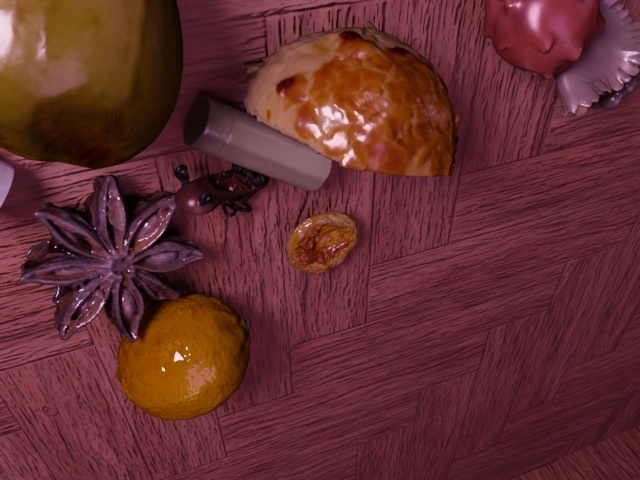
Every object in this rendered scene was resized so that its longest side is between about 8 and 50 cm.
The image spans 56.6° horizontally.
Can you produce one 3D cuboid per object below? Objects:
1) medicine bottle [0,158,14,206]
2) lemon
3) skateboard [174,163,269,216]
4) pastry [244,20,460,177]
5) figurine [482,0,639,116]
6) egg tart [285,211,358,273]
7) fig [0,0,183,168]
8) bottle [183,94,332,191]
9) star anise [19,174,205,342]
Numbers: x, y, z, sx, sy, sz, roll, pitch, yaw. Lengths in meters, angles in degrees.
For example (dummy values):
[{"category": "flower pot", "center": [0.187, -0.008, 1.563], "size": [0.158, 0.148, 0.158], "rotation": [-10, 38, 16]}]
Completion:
[{"category": "medicine bottle", "center": [-0.447, -0.089, 0.651], "size": [0.086, 0.086, 0.183], "rotation": [-44, 135, 15]}, {"category": "lemon", "center": [-0.213, 0.182, 0.942], "size": [0.231, 0.192, 0.192], "rotation": [-22, 136, 2]}, {"category": "skateboard", "center": [-0.135, -0.066, 0.834], "size": [0.151, 0.067, 0.080], "rotation": [-18, 145, -45]}, {"category": "pastry", "center": [0.053, -0.178, 0.733], "size": [0.256, 0.237, 0.170], "rotation": [12, 105, -33]}, {"category": "figurine", "center": [0.314, -0.290, 0.817], "size": [0.387, 0.166, 0.206], "rotation": [12, 92, -37]}, {"category": "egg tart", "center": [0.000, 0.000, 0.986], "size": [0.130, 0.052, 0.130], "rotation": [-14, 133, -16]}, {"category": "fig", "center": [-0.239, -0.205, 0.558], "size": [0.239, 0.239, 0.271], "rotation": [18, 101, -37]}, {"category": "bottle", "center": [-0.081, -0.128, 0.812], "size": [0.202, 0.072, 0.072], "rotation": [17, 120, -37]}, {"category": "star anise", "center": [-0.291, 0.022, 0.821], "size": [0.223, 0.109, 0.235], "rotation": [-36, 126, -26]}]
